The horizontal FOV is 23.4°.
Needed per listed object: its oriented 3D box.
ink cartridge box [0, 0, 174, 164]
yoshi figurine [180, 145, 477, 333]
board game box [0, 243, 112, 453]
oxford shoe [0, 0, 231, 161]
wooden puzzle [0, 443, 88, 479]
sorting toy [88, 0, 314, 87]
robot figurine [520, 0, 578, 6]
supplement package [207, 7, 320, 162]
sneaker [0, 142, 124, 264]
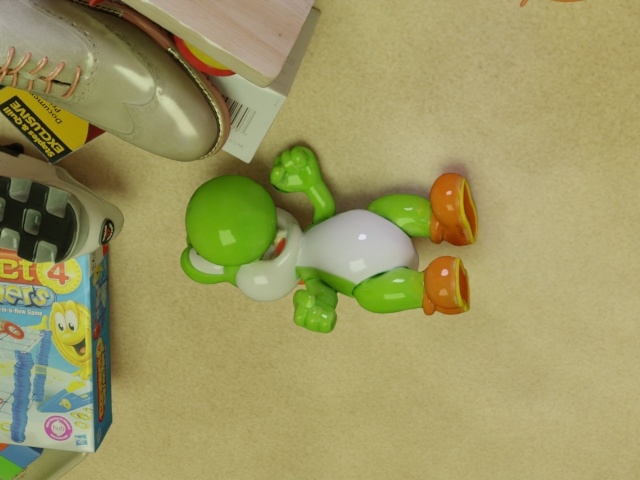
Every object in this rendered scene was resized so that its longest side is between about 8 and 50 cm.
[{"bbox_3d":[-0.340,-0.250,1.719,0.272,0.130,0.309,-27,118,32],"label":"ink cartridge box"},{"bbox_3d":[-0.008,-0.002,1.813,0.362,0.203,0.203,0,113,17],"label":"yoshi figurine"},{"bbox_3d":[-0.432,0.114,2.016,0.308,0.086,0.301,5,116,7],"label":"board game box"},{"bbox_3d":[-0.279,-0.180,1.550,0.397,0.146,0.140,30,128,-1],"label":"oxford shoe"},{"bbox_3d":[-0.555,0.282,2.244,0.348,0.080,0.322,39,127,-18],"label":"wooden puzzle"},{"bbox_3d":[-0.128,-0.297,1.555,0.257,0.255,0.089,32,145,-12],"label":"sorting toy"},{"bbox_3d":[0.247,-0.328,1.507,0.128,0.158,0.219,23,134,24],"label":"robot figurine"},{"bbox_3d":[-0.082,-0.190,1.669,0.105,0.179,0.105,27,130,-7],"label":"supplement package"},{"bbox_3d":[-0.390,-0.056,1.903,0.331,0.146,0.122,25,106,23],"label":"sneaker"}]
